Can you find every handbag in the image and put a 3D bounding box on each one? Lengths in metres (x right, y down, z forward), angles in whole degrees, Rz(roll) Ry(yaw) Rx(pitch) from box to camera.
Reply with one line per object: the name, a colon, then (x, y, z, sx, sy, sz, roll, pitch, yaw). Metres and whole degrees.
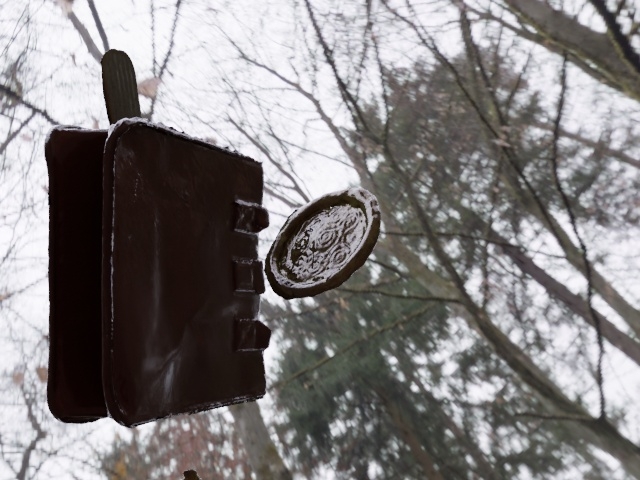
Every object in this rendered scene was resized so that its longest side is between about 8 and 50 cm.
handbag: (-0.132, 0.031, 0.755, 0.084, 0.275, 0.260, -4, -93, 23)

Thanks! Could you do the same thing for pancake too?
pancake: (0.001, 0.001, 0.671, 0.115, 0.115, 0.011, -39, -53, -2)

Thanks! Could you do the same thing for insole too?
insole: (-0.182, -0.087, 0.785, 0.004, 0.064, 0.188, 0, -79, 29)

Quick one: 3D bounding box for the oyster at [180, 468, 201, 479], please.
oyster: (-0.134, 0.307, 0.711, 0.133, 0.072, 0.209, -36, -44, -33)
